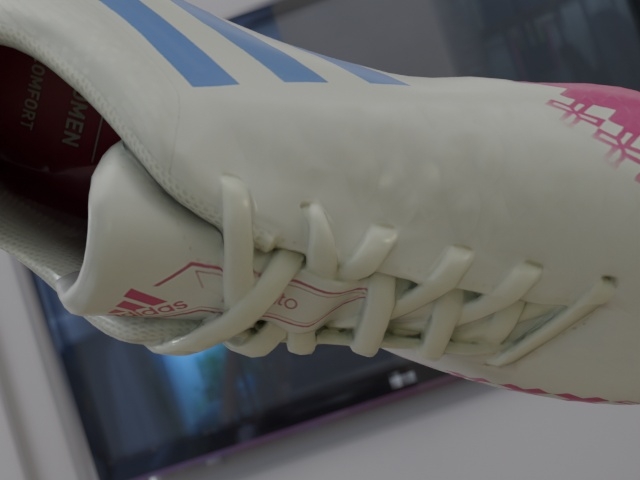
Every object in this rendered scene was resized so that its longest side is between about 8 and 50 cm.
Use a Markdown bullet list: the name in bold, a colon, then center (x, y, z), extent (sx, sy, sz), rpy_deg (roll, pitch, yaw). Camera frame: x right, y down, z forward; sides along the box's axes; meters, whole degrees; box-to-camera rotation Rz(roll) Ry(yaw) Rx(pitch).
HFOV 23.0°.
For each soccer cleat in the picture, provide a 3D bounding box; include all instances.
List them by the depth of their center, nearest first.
- **soccer cleat**: center (0.000, 0.000, 0.495), extent (0.331, 0.116, 0.143), rpy_deg (16, 31, 5)
